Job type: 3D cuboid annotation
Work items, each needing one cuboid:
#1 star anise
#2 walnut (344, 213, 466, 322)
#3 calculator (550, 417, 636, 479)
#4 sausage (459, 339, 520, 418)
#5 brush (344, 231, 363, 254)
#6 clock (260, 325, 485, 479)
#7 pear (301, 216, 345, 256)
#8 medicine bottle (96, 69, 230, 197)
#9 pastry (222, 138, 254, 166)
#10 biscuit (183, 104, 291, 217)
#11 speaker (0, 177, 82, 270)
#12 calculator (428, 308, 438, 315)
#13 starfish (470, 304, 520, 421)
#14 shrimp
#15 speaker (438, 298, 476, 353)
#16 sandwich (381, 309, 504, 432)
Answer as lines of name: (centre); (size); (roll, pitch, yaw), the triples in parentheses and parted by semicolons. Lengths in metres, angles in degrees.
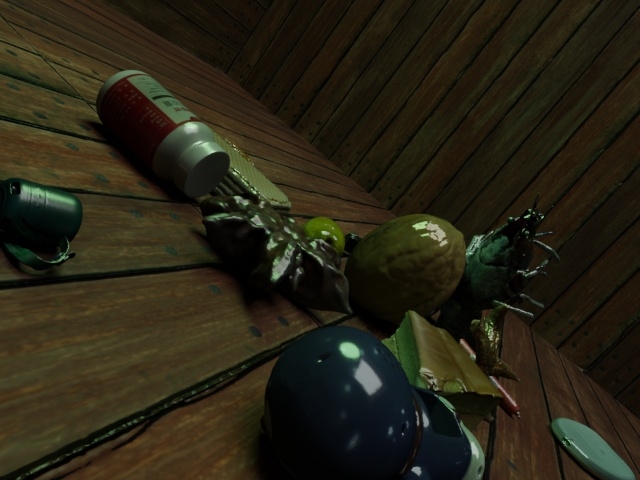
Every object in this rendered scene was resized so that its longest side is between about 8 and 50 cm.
star anise: (-0.069, 0.019, 0.765); (0.315, 0.108, 0.315); (36, 7, -5)
walnut: (0.177, 0.051, 0.962); (0.225, 0.261, 0.225); (46, 24, -27)
calculator: (0.675, 0.521, 1.142); (0.295, 0.042, 0.184); (28, 18, -32)
sausage: (0.380, 0.307, 1.093); (0.034, 0.034, 0.253); (23, 23, -46)
brush: (0.181, 0.066, 1.317); (0.323, 0.070, 0.051); (33, 15, -30)
clock: (0.050, 0.186, 0.482); (0.243, 0.146, 0.199); (38, 17, -31)
pear: (0.000, 0.000, 1.014); (0.107, 0.107, 0.131); (33, 4, -20)
medicine bottle: (-0.289, -0.196, 0.855); (0.250, 0.131, 0.131); (41, 15, 15)
pastry: (-0.226, -0.217, 1.209); (0.169, 0.063, 0.087); (47, 19, 28)
biscuit: (-0.250, -0.187, 1.031); (0.426, 0.078, 0.144); (42, 16, 17)
speaker: (-0.286, -0.011, 0.468); (0.075, 0.060, 0.094); (20, 58, -51)
calculator: (0.261, 0.116, 1.254); (0.299, 0.041, 0.185); (9, 56, -59)
starfish: (0.314, 0.239, 0.876); (0.062, 0.235, 0.277); (10, -27, 38)
shrimp: (0.359, 0.094, 0.977); (0.166, 0.410, 0.221); (18, 27, -39)
speaker: (0.381, 0.235, 1.208); (0.082, 0.044, 0.218); (11, 45, -59)
sandwich: (0.154, 0.205, 0.736); (0.220, 0.108, 0.186); (21, 22, -41)
